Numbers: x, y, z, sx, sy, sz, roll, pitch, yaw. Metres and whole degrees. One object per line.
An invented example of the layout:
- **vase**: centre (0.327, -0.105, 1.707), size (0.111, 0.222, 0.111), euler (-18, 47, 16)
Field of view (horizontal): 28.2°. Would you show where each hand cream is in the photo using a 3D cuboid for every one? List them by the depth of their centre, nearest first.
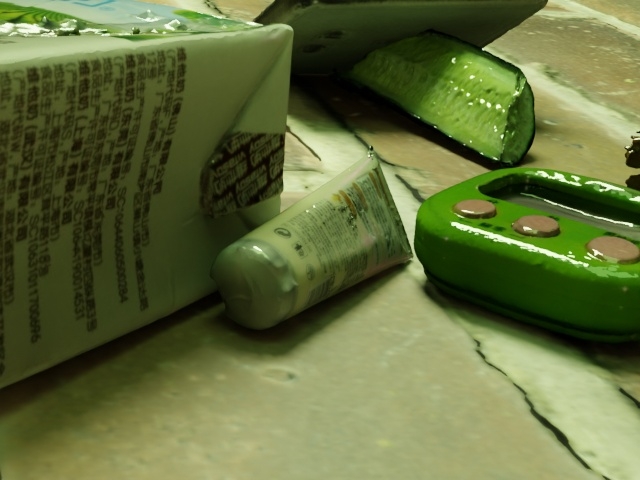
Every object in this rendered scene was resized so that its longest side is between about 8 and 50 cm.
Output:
- **hand cream**: centre (0.000, 0.000, 0.592), size (0.039, 0.061, 0.143), euler (-20, 5, 34)

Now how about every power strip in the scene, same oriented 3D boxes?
- **power strip**: centre (0.042, -0.180, 0.971), size (0.213, 0.065, 0.198), euler (-5, -8, -23)

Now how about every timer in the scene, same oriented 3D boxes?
- **timer**: centre (0.123, 0.004, 0.620), size (0.140, 0.047, 0.128), euler (19, 25, 32)

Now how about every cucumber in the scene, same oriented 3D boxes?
- **cucumber**: centre (0.088, -0.111, 0.917), size (0.046, 0.070, 0.220), euler (29, 4, -39)

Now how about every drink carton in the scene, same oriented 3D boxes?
- **drink carton**: centre (-0.174, -0.027, 0.498), size (0.194, 0.132, 0.324), euler (15, 20, 26)

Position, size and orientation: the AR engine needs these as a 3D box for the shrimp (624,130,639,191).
- **shrimp**: centre (0.277, -0.022, 0.633), size (0.248, 0.068, 0.150), euler (8, 33, 21)
